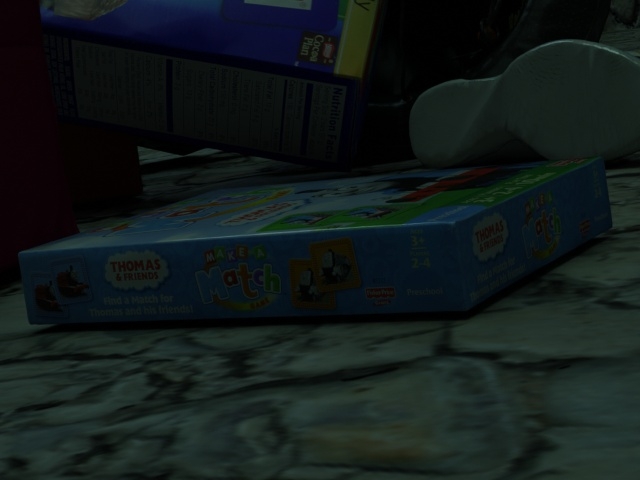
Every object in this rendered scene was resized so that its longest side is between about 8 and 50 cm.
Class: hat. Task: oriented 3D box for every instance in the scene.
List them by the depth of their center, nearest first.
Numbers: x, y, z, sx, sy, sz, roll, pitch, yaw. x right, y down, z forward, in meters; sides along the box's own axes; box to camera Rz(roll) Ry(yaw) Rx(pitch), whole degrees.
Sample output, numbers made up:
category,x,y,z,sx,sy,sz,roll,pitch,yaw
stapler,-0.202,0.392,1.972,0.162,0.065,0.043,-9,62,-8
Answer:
category,x,y,z,sx,sy,sz,roll,pitch,yaw
hat,0.089,-0.170,1.285,0.331,0.331,0.134,-6,-29,16

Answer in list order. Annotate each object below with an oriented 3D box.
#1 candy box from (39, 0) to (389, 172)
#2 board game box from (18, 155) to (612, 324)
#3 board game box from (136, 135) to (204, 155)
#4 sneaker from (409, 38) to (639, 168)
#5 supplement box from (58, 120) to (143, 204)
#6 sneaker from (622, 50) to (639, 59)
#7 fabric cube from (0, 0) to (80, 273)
category,x,y,z,sx,sy,sz,roll,pitch,yaw
candy box,-0.103,-0.214,1.161,0.317,0.268,0.122,10,-32,1
board game box,0.000,0.000,0.667,0.211,0.039,0.160,-5,9,31
board game box,-0.237,-0.129,1.447,0.281,0.027,0.145,12,-7,-23
sneaker,0.159,-0.086,1.002,0.094,0.080,0.212,0,0,-38
supplement box,-0.213,-0.073,1.268,0.078,0.080,0.233,-9,5,-19
sneaker,0.242,-0.110,1.122,0.185,0.070,0.084,1,2,21
fabric cube,-0.307,-0.084,0.812,0.254,0.259,0.258,-8,6,12
